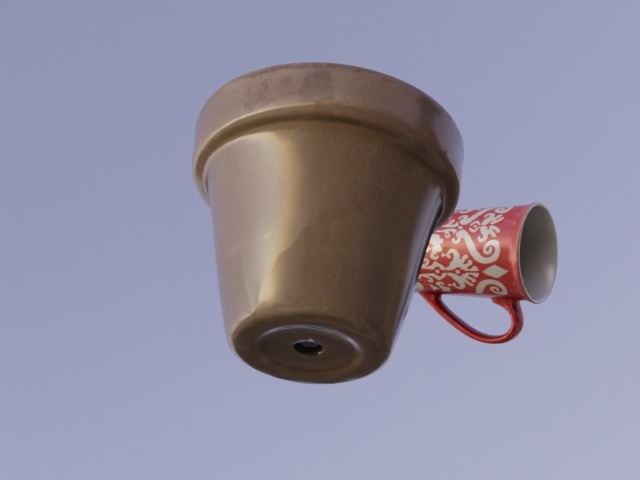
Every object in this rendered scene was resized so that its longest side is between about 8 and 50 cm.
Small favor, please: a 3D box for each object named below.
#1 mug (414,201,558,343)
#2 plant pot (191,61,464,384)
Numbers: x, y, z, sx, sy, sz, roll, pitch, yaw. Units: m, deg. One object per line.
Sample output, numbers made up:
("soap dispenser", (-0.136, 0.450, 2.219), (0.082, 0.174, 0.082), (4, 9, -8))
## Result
("mug", (0.164, 0.030, 1.562), (0.169, 0.150, 0.113), (1, -28, 31))
("plant pot", (0.000, 0.000, 1.288), (0.263, 0.229, 0.263), (4, -32, 3))
